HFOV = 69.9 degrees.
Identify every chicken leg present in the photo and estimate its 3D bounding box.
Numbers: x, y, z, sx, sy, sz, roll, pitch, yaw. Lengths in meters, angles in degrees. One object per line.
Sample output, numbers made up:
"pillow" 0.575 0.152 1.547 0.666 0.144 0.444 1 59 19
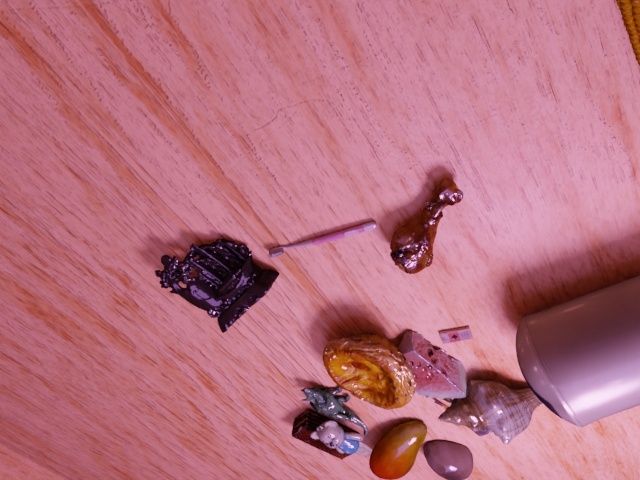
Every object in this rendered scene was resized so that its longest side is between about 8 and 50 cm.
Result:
"chicken leg" 0.236 -0.029 1.033 0.108 0.087 0.251 11 124 -24

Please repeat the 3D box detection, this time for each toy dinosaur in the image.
"toy dinosaur" 0.061 0.547 1.510 0.292 0.079 0.120 28 132 -13

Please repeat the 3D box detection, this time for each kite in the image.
"kite" 0.497 0.561 1.500 0.286 0.015 0.152 34 122 -21

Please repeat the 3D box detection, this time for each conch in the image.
"conch" 0.543 0.510 1.356 0.387 0.169 0.203 2 136 7

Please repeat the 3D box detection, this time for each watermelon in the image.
"watermelon" 0.304 0.360 1.332 0.154 0.094 0.241 -22 121 34

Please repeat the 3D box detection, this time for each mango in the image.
"mango" 0.263 0.736 1.601 0.146 0.129 0.288 15 120 -2

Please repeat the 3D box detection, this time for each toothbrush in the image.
"toothbrush" 0.000 0.000 1.116 0.287 0.025 0.020 -15 125 18

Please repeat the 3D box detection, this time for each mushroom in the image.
"mushroom" 0.458 0.793 1.635 0.188 0.117 0.141 22 116 -4

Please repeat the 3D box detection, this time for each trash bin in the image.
"trash bin" 0.683 0.244 1.061 0.432 0.280 0.280 -31 118 24

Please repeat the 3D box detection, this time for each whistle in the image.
"whistle" 0.080 0.678 1.546 0.236 0.077 0.114 36 113 -22

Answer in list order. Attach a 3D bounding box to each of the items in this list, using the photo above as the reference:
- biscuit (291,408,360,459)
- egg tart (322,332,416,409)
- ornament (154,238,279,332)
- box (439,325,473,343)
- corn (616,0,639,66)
"biscuit" 0.025 0.693 1.632 0.252 0.070 0.106 32 126 -18
"egg tart" 0.142 0.351 1.291 0.295 0.116 0.294 19 138 18
"ornament" -0.277 0.092 1.189 0.260 0.106 0.251 42 115 -13
"box" 0.379 0.265 1.281 0.083 0.012 0.046 -15 126 17
"corn" 0.551 -0.335 0.719 0.121 0.120 0.363 -25 125 24
